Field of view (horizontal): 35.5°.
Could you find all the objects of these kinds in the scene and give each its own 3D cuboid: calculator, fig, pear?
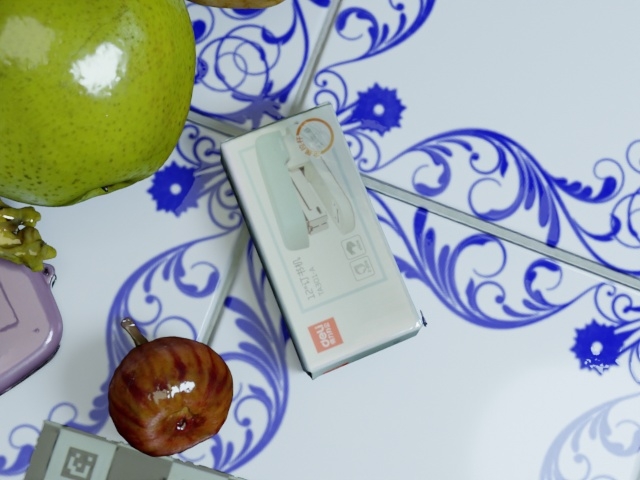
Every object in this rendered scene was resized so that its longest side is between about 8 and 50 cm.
[{"bbox_3d":[-0.413,0.094,1.037,0.294,0.043,0.194,-27,84,-9],"label":"calculator"},{"bbox_3d":[-0.166,0.153,1.017,0.150,0.128,0.128,13,80,24],"label":"fig"},{"bbox_3d":[-0.263,-0.171,0.972,0.294,0.294,0.294,1,82,-5],"label":"pear"}]

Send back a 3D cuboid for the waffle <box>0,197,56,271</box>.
[{"bbox_3d":[-0.442,0.009,0.997,0.260,0.069,0.293,41,73,5],"label":"waffle"}]

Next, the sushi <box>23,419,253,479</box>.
[{"bbox_3d":[-0.169,0.396,1.006,0.359,0.064,0.343,17,81,-3],"label":"sushi"}]

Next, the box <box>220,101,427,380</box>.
[{"bbox_3d":[0.000,0.000,1.065,0.135,0.079,0.269,-21,84,-7],"label":"box"}]

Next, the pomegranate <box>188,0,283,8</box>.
[{"bbox_3d":[-0.095,-0.358,1.031,0.248,0.248,0.248,1,82,-5],"label":"pomegranate"}]
